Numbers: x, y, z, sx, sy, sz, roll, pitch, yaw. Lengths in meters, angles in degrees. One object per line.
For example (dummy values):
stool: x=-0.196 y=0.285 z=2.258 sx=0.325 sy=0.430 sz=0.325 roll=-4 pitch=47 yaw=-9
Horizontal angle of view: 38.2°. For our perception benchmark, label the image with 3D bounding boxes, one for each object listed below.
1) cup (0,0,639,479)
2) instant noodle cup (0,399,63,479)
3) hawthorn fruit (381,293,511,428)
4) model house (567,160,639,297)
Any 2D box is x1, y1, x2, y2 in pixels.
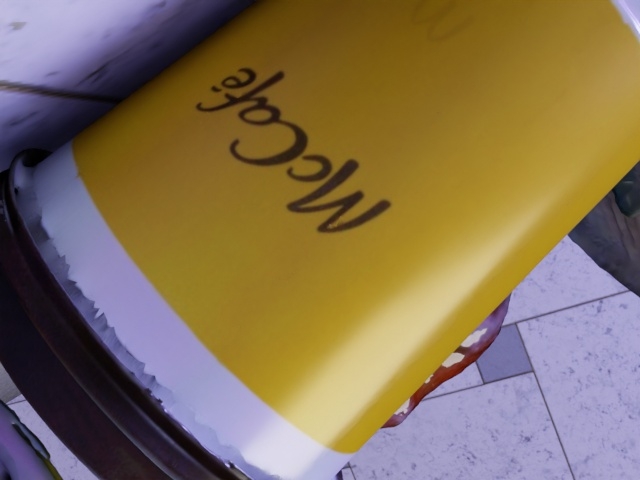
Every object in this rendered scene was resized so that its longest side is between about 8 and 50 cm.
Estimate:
cup: x=0.009 y=-0.023 z=0.379 sx=0.280 sy=0.196 sz=0.196 roll=-41 pitch=180 yaw=6
instant noodle cup: x=-0.216 y=0.162 z=0.326 sx=0.200 sy=0.264 sz=0.264 roll=-42 pitch=178 yaw=16
hawthorn fruit: x=0.000 y=0.000 z=0.664 sx=0.242 sy=0.242 sz=0.271 roll=-33 pitch=-152 yaw=-6
model house: x=0.269 y=-0.100 z=0.631 sx=0.243 sy=0.298 sz=0.284 roll=-44 pitch=-146 yaw=-20
